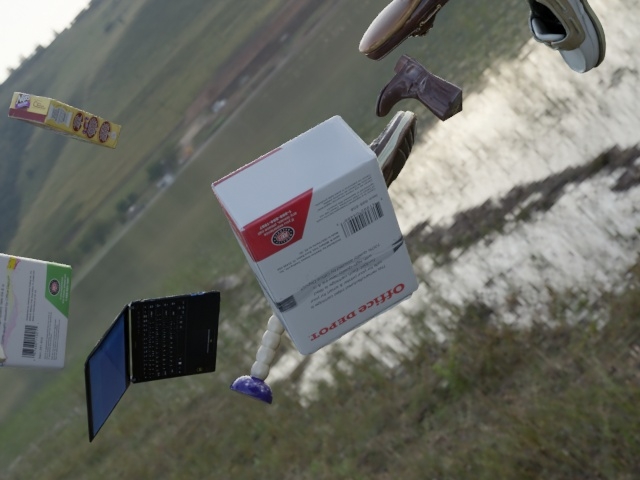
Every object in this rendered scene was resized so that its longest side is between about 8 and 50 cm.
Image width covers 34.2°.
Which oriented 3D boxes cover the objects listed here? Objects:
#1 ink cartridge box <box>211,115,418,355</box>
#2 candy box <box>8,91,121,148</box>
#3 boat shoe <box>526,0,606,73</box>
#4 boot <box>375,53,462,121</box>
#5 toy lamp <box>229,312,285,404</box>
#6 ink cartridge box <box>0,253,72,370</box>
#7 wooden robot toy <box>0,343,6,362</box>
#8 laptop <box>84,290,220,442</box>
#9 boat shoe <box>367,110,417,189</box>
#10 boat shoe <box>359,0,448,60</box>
[{"bbox_3d":[0.000,0.000,1.407,0.197,0.272,0.114,-29,45,-7],"label":"ink cartridge box"},{"bbox_3d":[-0.486,-0.228,1.991,0.109,0.187,0.053,14,89,35],"label":"candy box"},{"bbox_3d":[0.421,-0.392,1.845,0.103,0.302,0.113,-47,48,-9],"label":"boat shoe"},{"bbox_3d":[0.142,-0.194,1.479,0.037,0.114,0.106,-27,-31,-51],"label":"boot"},{"bbox_3d":[-0.064,0.116,1.640,0.274,0.080,0.080,-68,13,-13],"label":"toy lamp"},{"bbox_3d":[-0.605,0.129,1.903,0.117,0.278,0.201,-5,78,38],"label":"ink cartridge box"},{"bbox_3d":[-0.501,0.114,1.430,0.079,0.173,0.076,-19,-34,-34],"label":"wooden robot toy"},{"bbox_3d":[-0.307,0.232,1.928,0.234,0.264,0.136,99,158,-43],"label":"laptop"},{"bbox_3d":[0.091,-0.142,1.867,0.095,0.095,0.257,84,-150,-54],"label":"boat shoe"},{"bbox_3d":[0.148,-0.346,1.573,0.207,0.073,0.073,-47,32,5],"label":"boat shoe"}]
